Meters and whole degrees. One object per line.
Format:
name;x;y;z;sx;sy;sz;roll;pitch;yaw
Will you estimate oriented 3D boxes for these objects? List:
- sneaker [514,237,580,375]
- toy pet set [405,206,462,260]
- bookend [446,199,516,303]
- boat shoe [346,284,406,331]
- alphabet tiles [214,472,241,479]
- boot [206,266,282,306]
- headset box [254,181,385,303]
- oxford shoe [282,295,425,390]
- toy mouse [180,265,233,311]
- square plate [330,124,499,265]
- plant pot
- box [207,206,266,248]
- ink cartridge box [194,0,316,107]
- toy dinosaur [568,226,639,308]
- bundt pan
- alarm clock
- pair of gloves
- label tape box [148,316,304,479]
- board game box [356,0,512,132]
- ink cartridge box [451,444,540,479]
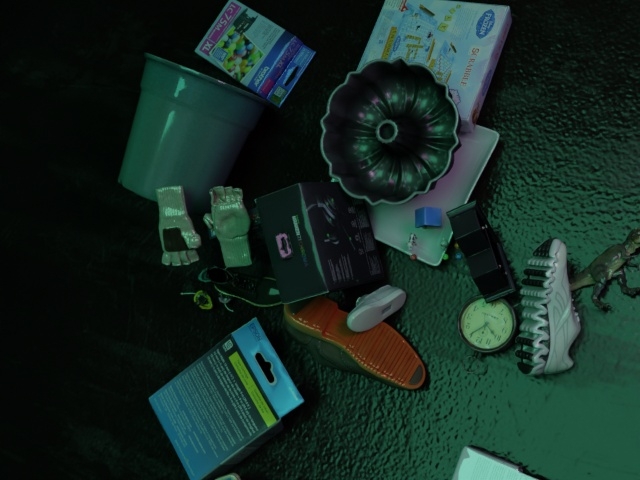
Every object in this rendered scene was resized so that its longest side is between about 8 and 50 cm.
sneaker;0.487;0.140;1.718;0.118;0.110;0.292;5;96;-12
toy pet set;0.253;-0.015;1.848;0.122;0.065;0.114;-3;79;22
bookend;0.347;0.024;1.769;0.072;0.157;0.156;-25;39;17
boat shoe;0.117;0.149;1.874;0.063;0.184;0.066;29;135;37
alphabet tiles;-0.199;0.688;1.905;0.278;0.021;0.284;-24;89;18
boot;-0.178;0.112;2.006;0.198;0.137;0.077;5;76;9
headset box;0.000;0.000;1.851;0.131;0.283;0.246;-17;86;32
oxford shoe;0.074;0.249;1.904;0.363;0.133;0.130;31;51;15
toy mouse;-0.264;0.117;2.117;0.161;0.031;0.143;30;91;26
square plate;0.208;-0.152;1.963;0.347;0.049;0.344;25;88;27
plant pot;-0.345;-0.260;2.094;0.341;0.341;0.334;25;96;27
box;-0.139;-0.038;2.027;0.233;0.159;0.044;-17;71;19
ink cartridge box;-0.179;-0.511;2.216;0.311;0.065;0.186;37;94;25
toy dinosaur;0.604;0.078;1.731;0.268;0.064;0.118;-35;63;18
bundt pan;0.170;-0.237;1.841;0.331;0.124;0.331;-1;89;25
alarm clock;0.362;0.202;1.801;0.129;0.064;0.192;23;84;26
pair of gloves;-0.280;-0.031;1.959;0.240;0.042;0.204;2;109;13
label tape box;-0.214;0.390;1.987;0.347;0.115;0.249;-38;67;9
board game box;0.259;-0.431;1.967;0.318;0.066;0.319;15;73;26
ink cartridge box;0.368;0.602;1.706;0.239;0.060;0.275;19;85;25
